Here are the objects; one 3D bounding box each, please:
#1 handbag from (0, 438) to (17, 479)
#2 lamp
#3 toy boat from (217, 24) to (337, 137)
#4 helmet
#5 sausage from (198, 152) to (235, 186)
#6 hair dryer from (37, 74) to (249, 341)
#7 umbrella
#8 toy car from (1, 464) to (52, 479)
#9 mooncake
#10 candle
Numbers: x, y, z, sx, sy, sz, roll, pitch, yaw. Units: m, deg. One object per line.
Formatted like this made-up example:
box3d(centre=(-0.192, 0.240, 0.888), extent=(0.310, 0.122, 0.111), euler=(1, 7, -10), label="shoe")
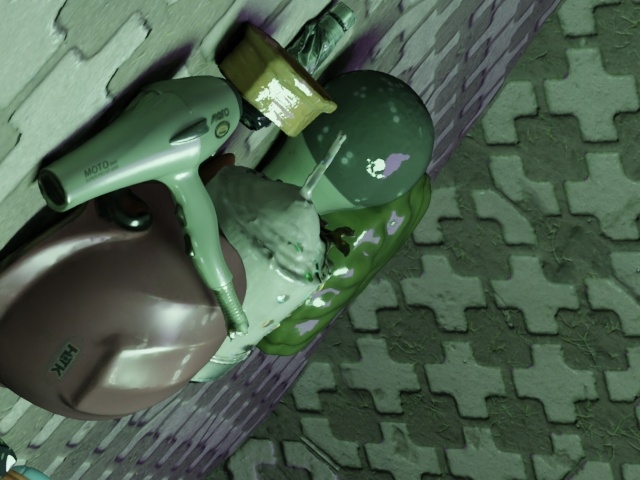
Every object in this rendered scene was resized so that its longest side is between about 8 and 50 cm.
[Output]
box3d(centre=(-0.408, 0.253, 2.031), extent=(0.115, 0.072, 0.139), euler=(-48, 168, -7), label="handbag")
box3d(centre=(0.001, -0.099, 2.403), extent=(0.314, 0.182, 0.182), euler=(-31, 173, 3), label="lamp")
box3d(centre=(-0.048, -0.165, 1.917), extent=(0.061, 0.116, 0.188), euler=(-44, 174, 6), label="toy boat")
box3d(centre=(-0.206, 0.075, 1.882), extent=(0.271, 0.197, 0.338), euler=(-51, 173, 27), label="helmet")
box3d(centre=(-0.134, -0.077, 2.169), extent=(0.026, 0.026, 0.116), euler=(-55, 171, 34), label="sausage")
box3d(centre=(-0.162, -0.018, 1.732), extent=(0.229, 0.267, 0.092), euler=(-9, -173, -43), label="hair dryer")
box3d(centre=(-0.026, -0.202, 2.108), extent=(0.188, 0.046, 0.050), euler=(-47, 167, -16), label="umbrella")
box3d(centre=(-0.412, 0.394, 2.335), extent=(0.212, 0.180, 0.270), euler=(-58, 176, -20), label="toy car")
box3d(centre=(0.000, 0.000, 2.668), extent=(0.356, 0.194, 0.356), euler=(-48, 171, -11), label="mooncake")
box3d(centre=(-0.083, 0.009, 2.095), extent=(0.330, 0.187, 0.187), euler=(-42, 176, 23), label="candle")
